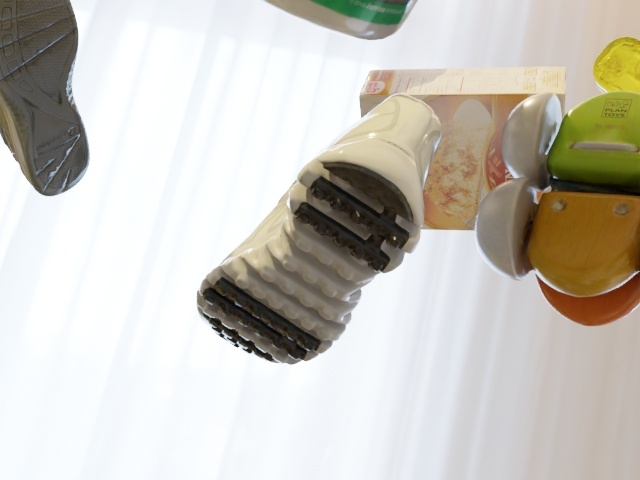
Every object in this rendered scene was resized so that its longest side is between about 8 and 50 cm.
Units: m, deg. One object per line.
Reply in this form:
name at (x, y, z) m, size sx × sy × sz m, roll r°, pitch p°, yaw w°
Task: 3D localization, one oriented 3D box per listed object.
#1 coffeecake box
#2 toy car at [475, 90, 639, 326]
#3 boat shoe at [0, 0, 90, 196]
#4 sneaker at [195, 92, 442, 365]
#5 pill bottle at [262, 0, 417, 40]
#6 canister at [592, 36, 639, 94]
coffeecake box at (0.136, -0.085, 1.006) m, size 0.185 × 0.068 × 0.142 m, roll 1°, pitch -59°, yaw 13°
toy car at (0.213, -0.021, 0.794) m, size 0.159 × 0.182 × 0.136 m, roll 5°, pitch -31°, yaw 27°
boat shoe at (-0.351, -0.201, 1.260) m, size 0.103 × 0.118 × 0.321 m, roll 33°, pitch -37°, yaw 34°
sneaker at (0.000, 0.000, 0.798) m, size 0.110 × 0.118 × 0.292 m, roll 36°, pitch -41°, yaw -9°
pill bottle at (0.058, -0.353, 0.797) m, size 0.204 × 0.361 × 0.204 m, roll 24°, pitch 28°, yaw -14°
canister at (0.415, -0.175, 1.328) m, size 0.126 × 0.073 × 0.170 m, roll 43°, pitch 9°, yaw 26°
